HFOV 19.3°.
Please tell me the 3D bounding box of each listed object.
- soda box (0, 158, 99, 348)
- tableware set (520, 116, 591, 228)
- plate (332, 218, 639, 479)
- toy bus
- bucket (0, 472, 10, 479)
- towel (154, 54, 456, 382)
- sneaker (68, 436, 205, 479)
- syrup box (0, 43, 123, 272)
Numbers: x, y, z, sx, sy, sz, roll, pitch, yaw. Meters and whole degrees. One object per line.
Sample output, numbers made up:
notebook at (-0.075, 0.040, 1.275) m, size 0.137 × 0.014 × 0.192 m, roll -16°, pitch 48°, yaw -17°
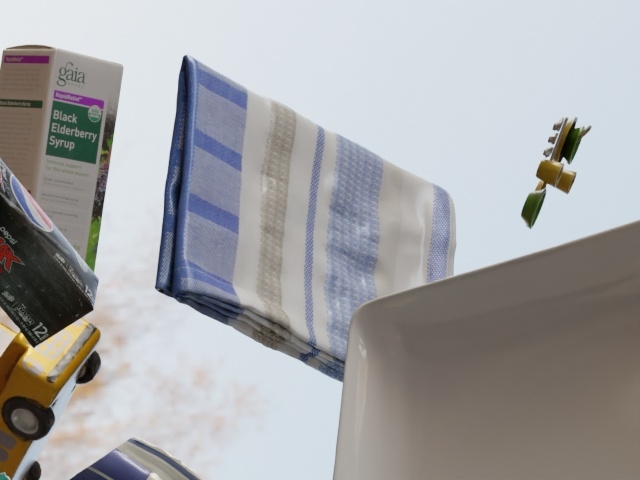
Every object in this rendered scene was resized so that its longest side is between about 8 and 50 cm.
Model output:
soda box at (-0.235, -0.007, 1.380) m, size 0.169 × 0.060 × 0.053 m, roll 54°, pitch 12°, yaw -21°
tableware set at (0.210, -0.058, 1.668) m, size 0.154 × 0.024 × 0.104 m, roll -20°, pitch 131°, yaw -75°
plate at (0.119, 0.131, 0.995) m, size 0.278 × 0.045 × 0.277 m, roll -19°, pitch -130°, yaw 37°
toy bus at (-0.329, 0.189, 1.824) m, size 0.130 × 0.108 × 0.332 m, roll 33°, pitch -51°, yaw 2°
bucket at (-0.337, 0.230, 1.180) m, size 0.281 × 0.281 × 0.183 m, roll 27°, pitch -70°, yaw 58°
towel at (0.000, 0.000, 1.420) m, size 0.034 × 0.285 × 0.209 m, roll -26°, pitch -130°, yaw 41°
sneaker at (-0.120, 0.321, 1.499) m, size 0.315 × 0.182 × 0.127 m, roll 48°, pitch -34°, yaw 10°
syrup box at (-0.284, -0.080, 1.965) m, size 0.096 × 0.093 × 0.237 m, roll 7°, pitch -92°, yaw 45°
